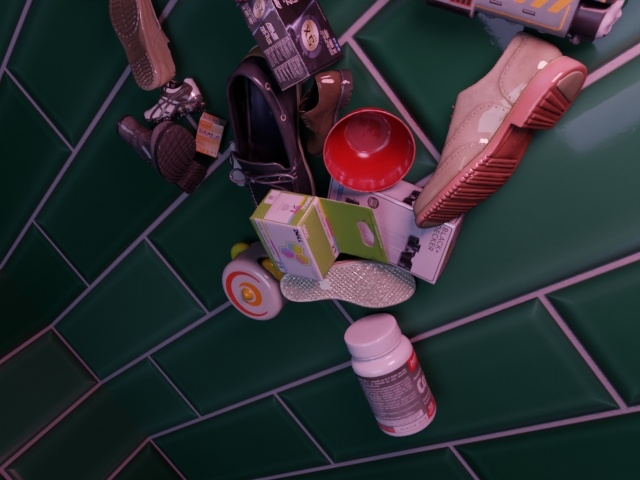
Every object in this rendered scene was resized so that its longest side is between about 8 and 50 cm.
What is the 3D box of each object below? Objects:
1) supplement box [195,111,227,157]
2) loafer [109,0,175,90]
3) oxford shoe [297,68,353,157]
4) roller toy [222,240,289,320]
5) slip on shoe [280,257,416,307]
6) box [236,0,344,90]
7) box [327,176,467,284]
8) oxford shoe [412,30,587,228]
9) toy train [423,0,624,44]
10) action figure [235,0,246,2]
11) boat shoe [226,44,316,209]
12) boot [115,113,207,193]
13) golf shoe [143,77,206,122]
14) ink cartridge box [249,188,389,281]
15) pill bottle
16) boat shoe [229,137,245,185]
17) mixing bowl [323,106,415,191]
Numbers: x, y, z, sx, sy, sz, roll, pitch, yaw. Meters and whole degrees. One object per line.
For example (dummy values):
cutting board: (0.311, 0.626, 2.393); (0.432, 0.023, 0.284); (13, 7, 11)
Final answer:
supplement box: (-0.276, -0.262, 1.403); (0.062, 0.036, 0.098); (18, 132, -7)
loafer: (-0.418, -0.487, 1.330); (0.102, 0.092, 0.268); (-9, 97, 30)
oxford shoe: (-0.008, -0.264, 1.176); (0.227, 0.096, 0.082); (107, 152, -50)
roller toy: (-0.159, 0.111, 1.511); (0.210, 0.146, 0.191); (7, 123, 30)
slip on shoe: (0.069, 0.097, 1.381); (0.332, 0.101, 0.122); (-2, 102, 17)
box: (-0.053, -0.407, 1.095); (0.078, 0.147, 0.180); (-16, 108, 40)
box: (0.156, -0.045, 1.236); (0.290, 0.087, 0.169); (26, 131, 17)
oxford shoe: (0.289, -0.186, 1.024); (0.397, 0.141, 0.146); (-51, 57, 29)
toy train: (0.312, -0.423, 0.857); (0.334, 0.142, 0.190); (24, 142, 17)
action figure: (-0.071, -0.501, 0.954); (0.370, 0.248, 0.275); (-32, 126, 5)
boat shoe: (-0.120, -0.184, 1.286); (0.187, 0.156, 0.499); (14, 127, 24)
boot: (-0.417, -0.237, 1.383); (0.223, 0.118, 0.338); (36, 165, 5)
golf shoe: (-0.373, -0.350, 1.408); (0.198, 0.077, 0.093); (-7, 104, 30)
ink cartridge box: (0.000, 0.000, 1.220); (0.255, 0.097, 0.188); (12, 144, 30)
pill bottle: (0.176, 0.338, 1.427); (0.161, 0.161, 0.283); (-9, 114, 37)
boat shoe: (-0.205, -0.198, 1.412); (0.046, 0.038, 0.125); (-14, 125, -6)
mixing bowl: (0.098, -0.199, 1.146); (0.182, 0.098, 0.181); (2, 126, 2)
